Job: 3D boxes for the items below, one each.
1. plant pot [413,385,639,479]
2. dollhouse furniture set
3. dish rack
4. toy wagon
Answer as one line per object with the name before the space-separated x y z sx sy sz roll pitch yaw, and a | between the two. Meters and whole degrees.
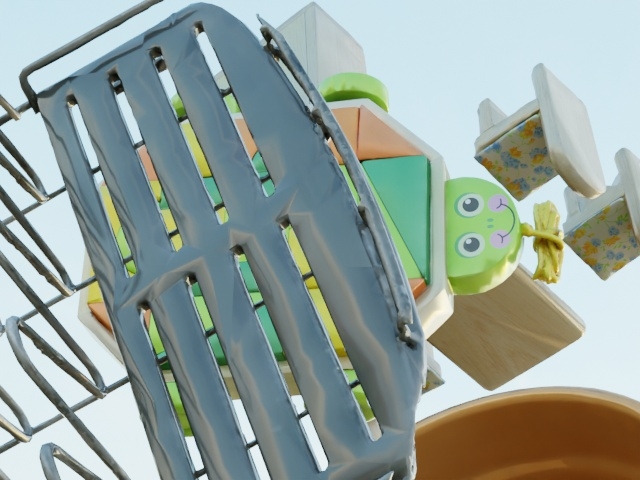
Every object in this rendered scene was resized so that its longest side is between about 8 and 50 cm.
plant pot | 0.122 0.257 1.031 0.291 0.291 0.203 2 -49 43
dollhouse furniture set | 0.072 0.024 1.535 0.362 0.256 0.394 -34 -57 25
dish rack | -0.114 0.038 0.446 0.074 0.271 0.208 55 8 -50
toy wagon | 0.000 0.000 1.267 0.344 0.267 0.068 -5 -30 13
